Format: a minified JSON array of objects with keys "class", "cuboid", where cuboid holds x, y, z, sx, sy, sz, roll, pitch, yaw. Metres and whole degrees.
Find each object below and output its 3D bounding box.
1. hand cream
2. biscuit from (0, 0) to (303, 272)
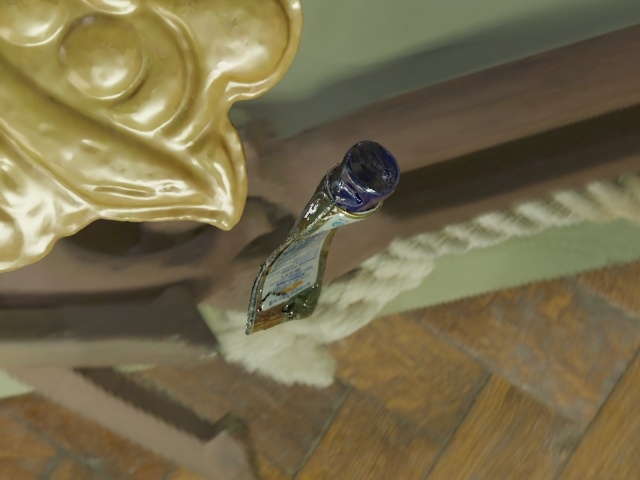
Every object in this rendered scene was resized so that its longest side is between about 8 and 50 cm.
[{"class":"hand cream","cuboid":[0.000,0.000,0.983,0.039,0.062,0.163,51,142,13]},{"class":"biscuit","cuboid":[-0.076,-0.085,0.549,0.162,0.035,0.250,28,95,-12]}]
